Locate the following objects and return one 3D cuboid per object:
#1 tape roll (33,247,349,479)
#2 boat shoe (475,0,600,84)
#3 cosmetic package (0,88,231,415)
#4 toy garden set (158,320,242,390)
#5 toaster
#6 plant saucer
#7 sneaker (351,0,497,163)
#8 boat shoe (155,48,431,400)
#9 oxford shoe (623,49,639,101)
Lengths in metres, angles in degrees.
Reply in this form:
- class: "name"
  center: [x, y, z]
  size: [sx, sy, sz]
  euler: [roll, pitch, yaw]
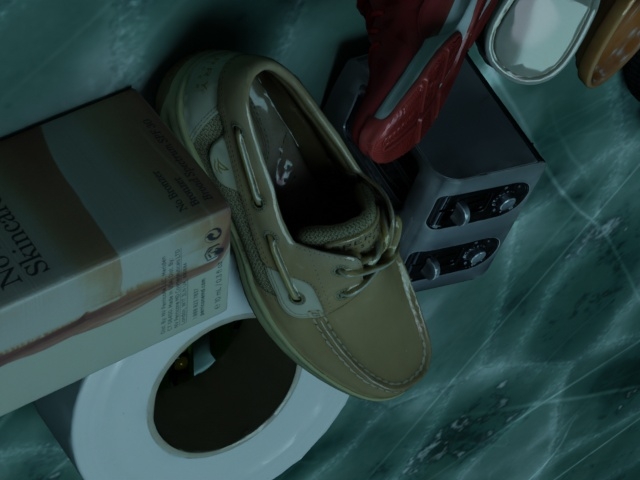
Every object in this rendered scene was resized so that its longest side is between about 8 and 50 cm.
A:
- class: "tape roll"
  center: [-0.102, 0.098, 1.535]
  size: [0.286, 0.100, 0.286]
  euler: [-21, 133, -24]
- class: "boat shoe"
  center: [0.231, -0.283, 1.474]
  size: [0.112, 0.095, 0.335]
  euler: [28, 111, -20]
- class: "cosmetic package"
  center: [-0.227, 0.024, 1.307]
  size: [0.296, 0.153, 0.129]
  euler: [-26, 147, -24]
- class: "toy garden set"
  center: [-0.101, 0.125, 1.680]
  size: [0.244, 0.049, 0.204]
  euler: [-26, 148, -21]
- class: "toaster"
  center: [0.083, -0.071, 1.508]
  size: [0.110, 0.186, 0.168]
  euler: [-17, 151, -29]
- class: "plant saucer"
  center: [0.286, -0.224, 1.595]
  size: [0.200, 0.037, 0.200]
  euler: [-47, 166, -15]
- class: "sneaker"
  center: [0.045, -0.159, 1.356]
  size: [0.221, 0.128, 0.087]
  euler: [-56, 165, -36]
- class: "boat shoe"
  center: [0.000, 0.000, 1.396]
  size: [0.121, 0.110, 0.341]
  euler: [-51, 121, -26]
- class: "oxford shoe"
  center: [0.361, -0.164, 1.787]
  size: [0.096, 0.083, 0.227]
  euler: [-56, 152, -7]
